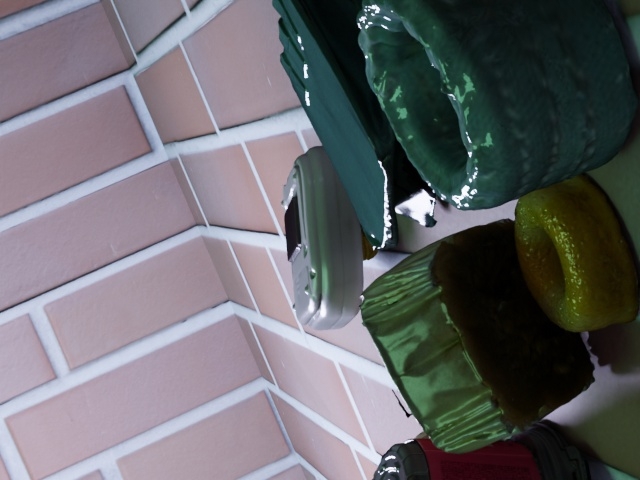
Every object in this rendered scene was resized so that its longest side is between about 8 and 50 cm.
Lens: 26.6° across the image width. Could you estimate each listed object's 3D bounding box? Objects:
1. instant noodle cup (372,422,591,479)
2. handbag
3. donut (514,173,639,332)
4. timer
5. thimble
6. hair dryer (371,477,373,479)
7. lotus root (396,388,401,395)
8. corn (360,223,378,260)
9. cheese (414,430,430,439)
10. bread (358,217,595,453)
[{"bbox_3d":[0.154,0.318,1.492,0.258,0.181,0.302,-97,21,-50],"label":"instant noodle cup"},{"bbox_3d":[0.048,-0.156,1.497,0.274,0.100,0.269,61,171,26],"label":"handbag"},{"bbox_3d":[0.218,0.014,1.176,0.152,0.058,0.152,158,90,-77],"label":"donut"},{"bbox_3d":[0.001,0.000,1.870,0.262,0.087,0.237,122,141,-77],"label":"timer"},{"bbox_3d":[0.130,-0.133,1.061,0.235,0.143,0.198,-130,20,-58],"label":"thimble"},{"bbox_3d":[0.182,0.553,2.164,0.361,0.121,0.301,49,-152,-14],"label":"hair dryer"},{"bbox_3d":[0.152,0.139,1.517,0.303,0.130,0.146,117,129,-75],"label":"lotus root"},{"bbox_3d":[0.065,0.000,1.856,0.037,0.037,0.092,61,168,21],"label":"corn"},{"bbox_3d":[0.167,0.371,1.733,0.233,0.127,0.266,76,-167,-63],"label":"cheese"},{"bbox_3d":[0.155,0.084,1.254,0.109,0.210,0.192,-32,80,36],"label":"bread"}]
